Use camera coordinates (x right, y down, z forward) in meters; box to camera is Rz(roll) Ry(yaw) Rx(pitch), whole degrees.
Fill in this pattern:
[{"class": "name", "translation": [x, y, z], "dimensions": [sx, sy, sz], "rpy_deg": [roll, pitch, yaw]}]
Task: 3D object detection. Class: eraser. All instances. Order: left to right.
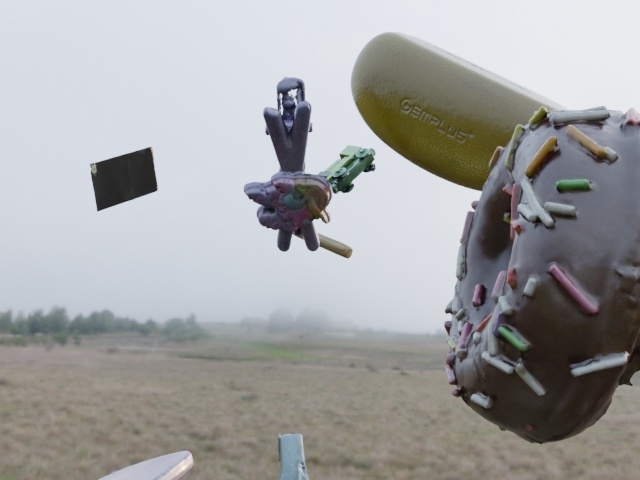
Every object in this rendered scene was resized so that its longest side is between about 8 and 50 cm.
[{"class": "eraser", "translation": [-0.345, 0.470, 1.372], "dimensions": [0.243, 0.059, 0.204], "rpy_deg": [-21, 6, -28]}]

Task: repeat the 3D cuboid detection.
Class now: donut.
[{"class": "donut", "translation": [0.169, 0.022, 0.567], "dimensions": [0.103, 0.270, 0.270], "rpy_deg": [13, -8, -2]}]

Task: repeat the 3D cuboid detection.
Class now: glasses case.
[{"class": "glasses case", "translation": [0.208, -0.191, 1.155], "dimensions": [0.371, 0.173, 0.141], "rpy_deg": [33, 26, 22]}]

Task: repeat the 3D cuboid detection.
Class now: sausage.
[{"class": "sausage", "translation": [0.000, 0.000, 1.334], "dimensions": [0.132, 0.024, 0.024], "rpy_deg": [24, 3, 28]}]

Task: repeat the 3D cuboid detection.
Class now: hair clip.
[{"class": "hair clip", "translation": [-0.051, -0.102, 1.122], "dimensions": [0.136, 0.279, 0.090], "rpy_deg": [-2, 21, 1]}]

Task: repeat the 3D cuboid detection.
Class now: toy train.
[{"class": "toy train", "translation": [0.051, -0.136, 1.393], "dimensions": [0.081, 0.122, 0.050], "rpy_deg": [19, -35, 49]}]

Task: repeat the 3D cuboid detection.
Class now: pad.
[{"class": "pad", "translation": [-0.465, -0.149, 1.756], "dimensions": [0.004, 0.116, 0.193], "rpy_deg": [11, 24, 33]}]

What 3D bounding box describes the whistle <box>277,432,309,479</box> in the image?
[{"class": "whistle", "translation": [-0.020, 0.349, 0.811], "dimensions": [0.093, 0.269, 0.180], "rpy_deg": [-4, -17, -1]}]
